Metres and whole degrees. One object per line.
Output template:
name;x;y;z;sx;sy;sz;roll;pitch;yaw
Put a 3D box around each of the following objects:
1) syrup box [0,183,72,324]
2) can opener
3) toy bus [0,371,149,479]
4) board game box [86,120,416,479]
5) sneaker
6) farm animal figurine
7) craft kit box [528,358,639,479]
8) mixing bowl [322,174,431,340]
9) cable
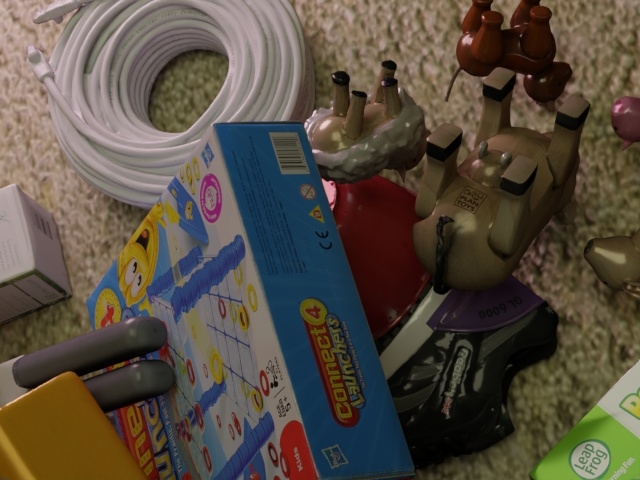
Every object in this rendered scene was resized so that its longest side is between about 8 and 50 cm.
syrup box;-0.365;0.042;1.586;0.237;0.093;0.096;-21;67;8
can opener;-0.223;0.126;1.452;0.280;0.093;0.074;-23;74;42
toy bus;-0.159;0.278;1.330;0.108;0.130;0.332;-29;80;-41
board game box;-0.071;0.111;1.376;0.086;0.302;0.308;-2;61;-31
sneaker;0.092;0.148;1.415;0.124;0.107;0.283;34;82;18
farm animal figurine;0.195;-0.049;1.405;0.327;0.172;0.330;-28;50;-32
craft kit box;0.341;0.187;1.355;0.250;0.061;0.246;-45;63;-4
mixing bowl;0.000;0.000;1.463;0.181;0.098;0.181;-21;47;24
cable;-0.131;-0.145;1.593;0.257;0.089;0.257;-24;67;6
